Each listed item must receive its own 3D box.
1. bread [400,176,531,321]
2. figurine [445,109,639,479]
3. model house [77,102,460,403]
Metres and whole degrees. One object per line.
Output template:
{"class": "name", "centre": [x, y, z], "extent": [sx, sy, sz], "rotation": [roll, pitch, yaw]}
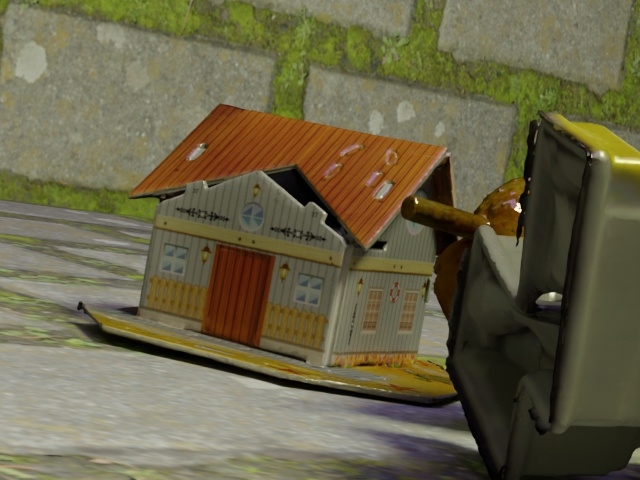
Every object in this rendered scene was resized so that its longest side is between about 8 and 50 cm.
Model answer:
{"class": "bread", "centre": [0.161, 0.034, 0.811], "extent": [0.344, 0.124, 0.084], "rotation": [18, 15, -42]}
{"class": "figurine", "centre": [0.201, 0.040, 0.638], "extent": [0.308, 0.143, 0.308], "rotation": [7, -9, 1]}
{"class": "model house", "centre": [0.000, 0.000, 0.915], "extent": [0.219, 0.136, 0.207], "rotation": [11, 1, 30]}
